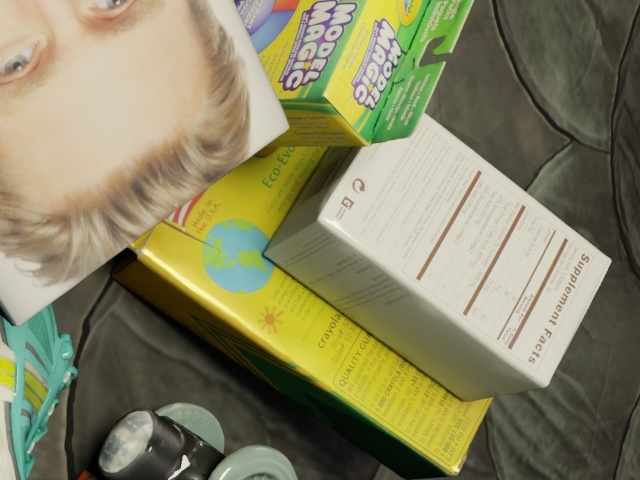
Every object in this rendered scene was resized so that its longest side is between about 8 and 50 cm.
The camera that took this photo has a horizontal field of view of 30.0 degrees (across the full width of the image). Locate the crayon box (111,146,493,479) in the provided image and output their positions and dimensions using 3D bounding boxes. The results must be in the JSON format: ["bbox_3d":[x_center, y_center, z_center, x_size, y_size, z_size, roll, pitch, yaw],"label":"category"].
[{"bbox_3d":[0.000,0.000,0.848,0.318,0.081,0.202,37,67,-11],"label":"crayon box"}]

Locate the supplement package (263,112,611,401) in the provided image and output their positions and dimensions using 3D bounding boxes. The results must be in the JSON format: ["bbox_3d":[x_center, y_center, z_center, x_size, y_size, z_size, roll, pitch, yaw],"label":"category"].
[{"bbox_3d":[0.074,0.011,0.773,0.179,0.105,0.105,37,66,-11],"label":"supplement package"}]

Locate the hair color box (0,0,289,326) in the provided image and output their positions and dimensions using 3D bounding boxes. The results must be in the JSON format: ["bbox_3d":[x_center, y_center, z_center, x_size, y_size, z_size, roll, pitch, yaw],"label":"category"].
[{"bbox_3d":[-0.164,-0.153,0.516,0.174,0.105,0.347,-38,124,-20],"label":"hair color box"}]

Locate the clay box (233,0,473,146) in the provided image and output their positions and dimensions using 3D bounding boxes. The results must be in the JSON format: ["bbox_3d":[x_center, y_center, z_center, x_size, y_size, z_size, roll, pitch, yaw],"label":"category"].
[{"bbox_3d":[-0.021,-0.119,0.707,0.053,0.222,0.127,43,61,-40],"label":"clay box"}]

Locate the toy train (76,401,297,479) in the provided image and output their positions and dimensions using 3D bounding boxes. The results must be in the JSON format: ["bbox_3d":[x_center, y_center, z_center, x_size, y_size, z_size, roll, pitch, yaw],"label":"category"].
[{"bbox_3d":[-0.055,0.256,0.840,0.334,0.142,0.190,46,72,-36],"label":"toy train"}]

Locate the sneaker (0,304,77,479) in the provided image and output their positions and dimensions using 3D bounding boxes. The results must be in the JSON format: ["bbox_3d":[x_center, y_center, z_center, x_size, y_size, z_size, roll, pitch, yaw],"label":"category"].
[{"bbox_3d":[-0.190,0.095,0.718,0.110,0.107,0.275,-8,99,-53],"label":"sneaker"}]
